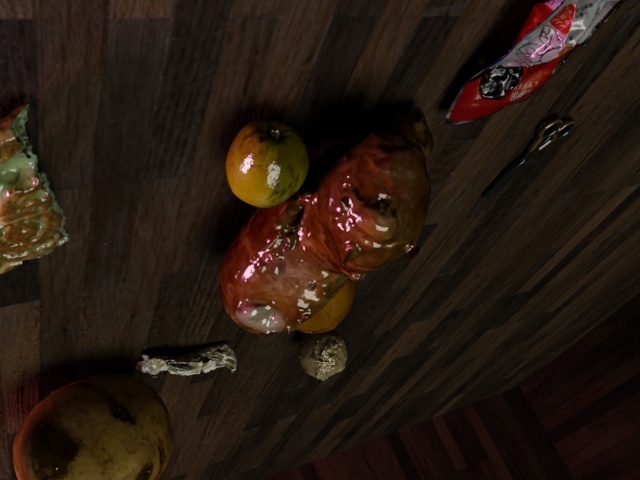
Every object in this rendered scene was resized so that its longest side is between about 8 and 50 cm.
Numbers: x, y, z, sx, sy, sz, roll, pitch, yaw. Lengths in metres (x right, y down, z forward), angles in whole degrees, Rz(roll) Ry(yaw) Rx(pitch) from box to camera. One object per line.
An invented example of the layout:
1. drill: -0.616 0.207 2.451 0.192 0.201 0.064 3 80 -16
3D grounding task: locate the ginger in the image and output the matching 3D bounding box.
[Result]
1. ginger: 0.000 0.000 0.939 0.176 0.254 0.418 42 111 -14

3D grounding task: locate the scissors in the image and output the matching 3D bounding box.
1. scissors: 0.373 -0.147 1.254 0.088 0.017 0.220 -6 147 -41

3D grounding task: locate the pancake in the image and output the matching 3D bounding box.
1. pancake: -0.387 -0.016 0.779 0.197 0.054 0.376 6 141 -45

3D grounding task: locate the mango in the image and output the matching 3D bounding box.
1. mango: -0.011 0.065 1.176 0.249 0.151 0.156 84 29 -49

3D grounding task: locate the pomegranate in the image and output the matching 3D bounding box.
1. pomegranate: -0.408 0.374 1.227 0.281 0.281 0.281 -21 153 -11

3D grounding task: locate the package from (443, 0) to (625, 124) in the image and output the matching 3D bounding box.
1. package: 0.297 -0.261 0.939 0.194 0.071 0.269 -10 162 -25

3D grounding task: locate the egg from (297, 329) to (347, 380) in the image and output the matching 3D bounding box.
1. egg: 0.006 0.252 1.534 0.118 0.116 0.140 -51 161 -12

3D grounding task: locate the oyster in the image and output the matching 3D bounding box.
1. oyster: -0.271 0.236 1.350 0.106 0.061 0.200 -21 157 32

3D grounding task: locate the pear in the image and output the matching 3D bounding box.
1. pear: -0.067 -0.096 0.856 0.107 0.107 0.131 -12 157 -26
